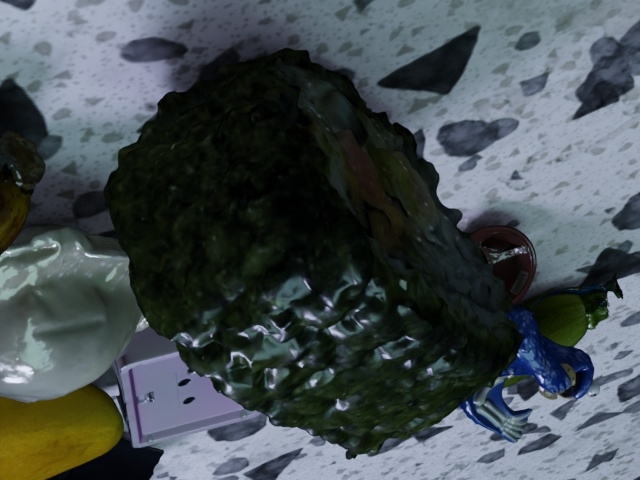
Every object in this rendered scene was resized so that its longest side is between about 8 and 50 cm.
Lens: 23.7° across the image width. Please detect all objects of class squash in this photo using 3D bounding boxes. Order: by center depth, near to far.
[{"bbox_3d":[0.201,0.130,1.763,0.331,0.087,0.087,-25,150,5],"label":"squash"}]

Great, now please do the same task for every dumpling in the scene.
[{"bbox_3d":[-0.221,0.051,1.303,0.193,0.147,0.258,-32,157,10],"label":"dumpling"}]

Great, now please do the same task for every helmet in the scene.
[{"bbox_3d":[0.167,0.019,1.582,0.111,0.057,0.089,26,93,-39],"label":"helmet"}]

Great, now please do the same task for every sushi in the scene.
[{"bbox_3d":[0.000,0.000,1.205,0.178,0.294,0.352,-34,150,18],"label":"sushi"}]

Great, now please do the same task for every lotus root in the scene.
[{"bbox_3d":[-0.307,-0.016,1.163,0.209,0.120,0.120,-25,151,3],"label":"lotus root"}]

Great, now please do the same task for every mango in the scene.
[{"bbox_3d":[-0.331,0.193,1.503,0.317,0.119,0.176,-2,138,-35],"label":"mango"}]

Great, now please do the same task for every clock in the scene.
[{"bbox_3d":[-0.139,0.133,1.574,0.150,0.063,0.197,-14,150,-10],"label":"clock"}]

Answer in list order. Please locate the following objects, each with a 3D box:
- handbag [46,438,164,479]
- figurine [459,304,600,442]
[{"bbox_3d":[-0.342,0.334,1.742,0.326,0.118,0.269,-31,150,23],"label":"handbag"},{"bbox_3d":[0.183,0.114,1.659,0.262,0.120,0.164,25,137,-24],"label":"figurine"}]
